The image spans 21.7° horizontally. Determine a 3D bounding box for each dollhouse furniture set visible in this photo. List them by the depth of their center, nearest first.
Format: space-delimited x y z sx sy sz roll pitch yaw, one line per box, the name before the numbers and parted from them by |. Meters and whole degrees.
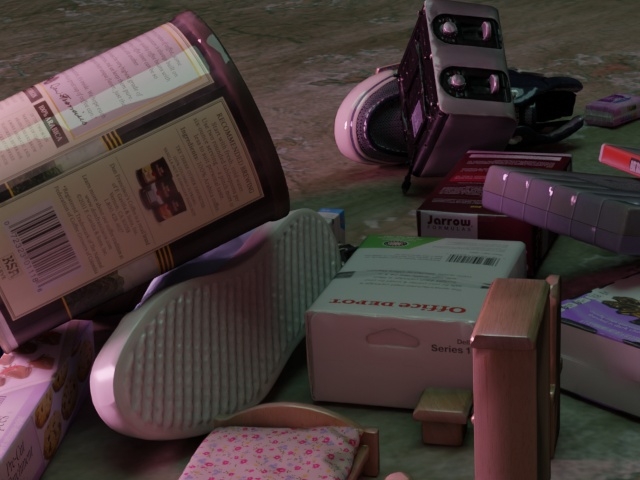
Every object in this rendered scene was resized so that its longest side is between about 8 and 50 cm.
dollhouse furniture set | -0.002 0.117 1.289 0.355 0.174 0.303 3 19 14

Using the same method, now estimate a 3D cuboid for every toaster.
toaster | 0.159 -0.173 2.016 0.110 0.186 0.168 1 61 -12

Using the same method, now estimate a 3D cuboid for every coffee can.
coffee can | -0.193 -0.052 1.447 0.275 0.202 0.201 -26 24 -11

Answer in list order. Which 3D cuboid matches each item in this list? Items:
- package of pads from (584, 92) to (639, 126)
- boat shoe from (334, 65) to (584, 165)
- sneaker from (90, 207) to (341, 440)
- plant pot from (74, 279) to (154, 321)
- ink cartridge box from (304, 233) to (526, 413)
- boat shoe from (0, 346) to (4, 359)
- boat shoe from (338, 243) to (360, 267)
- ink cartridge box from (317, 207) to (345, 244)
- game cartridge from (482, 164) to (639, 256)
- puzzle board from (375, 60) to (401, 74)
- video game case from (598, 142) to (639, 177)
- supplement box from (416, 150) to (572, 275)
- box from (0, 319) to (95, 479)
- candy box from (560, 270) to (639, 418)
package of pads | 0.410 -0.182 2.323 0.050 0.032 0.083 16 26 40
boat shoe | 0.190 -0.167 2.156 0.340 0.127 0.158 -17 18 -37
sneaker | -0.116 0.087 1.510 0.150 0.135 0.366 -18 9 33
plant pot | -0.170 -0.017 1.673 0.109 0.237 0.237 21 17 -9
ink cartridge box | 0.092 0.072 1.530 0.160 0.093 0.219 3 20 17
boat shoe | -0.332 0.077 1.556 0.089 0.109 0.258 1 17 22
boat shoe | 0.018 0.031 1.738 0.038 0.046 0.125 0 10 22
ink cartridge box | 0.000 0.000 1.819 0.028 0.048 0.083 5 20 20
game cartridge | 0.364 -0.019 1.675 0.355 0.068 0.230 4 6 -30
puzzle board | 0.102 -0.181 2.221 0.096 0.128 0.011 -19 42 -38
video game case | 0.435 -0.058 1.727 0.204 0.025 0.285 7 9 -14
supplement box | 0.199 -0.034 1.857 0.130 0.073 0.239 3 19 19
box | -0.254 0.153 1.383 0.063 0.067 0.324 -1 18 7
candy box | 0.314 0.088 1.486 0.196 0.070 0.164 -17 23 -38
